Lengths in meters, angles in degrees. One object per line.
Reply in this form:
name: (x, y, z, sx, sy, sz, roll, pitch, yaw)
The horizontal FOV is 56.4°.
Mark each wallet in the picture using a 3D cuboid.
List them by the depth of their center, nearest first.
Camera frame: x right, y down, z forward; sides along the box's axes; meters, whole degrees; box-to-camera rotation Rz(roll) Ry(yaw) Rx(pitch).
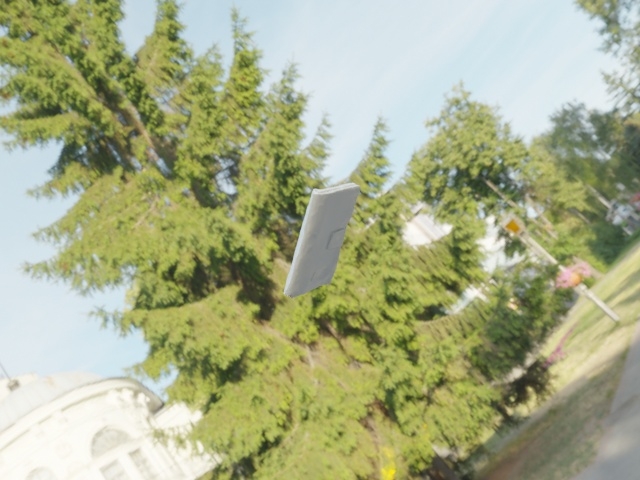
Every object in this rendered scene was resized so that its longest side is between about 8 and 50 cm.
wallet: (0.000, 0.000, 0.404, 0.044, 0.011, 0.083, -16, -48, -43)
